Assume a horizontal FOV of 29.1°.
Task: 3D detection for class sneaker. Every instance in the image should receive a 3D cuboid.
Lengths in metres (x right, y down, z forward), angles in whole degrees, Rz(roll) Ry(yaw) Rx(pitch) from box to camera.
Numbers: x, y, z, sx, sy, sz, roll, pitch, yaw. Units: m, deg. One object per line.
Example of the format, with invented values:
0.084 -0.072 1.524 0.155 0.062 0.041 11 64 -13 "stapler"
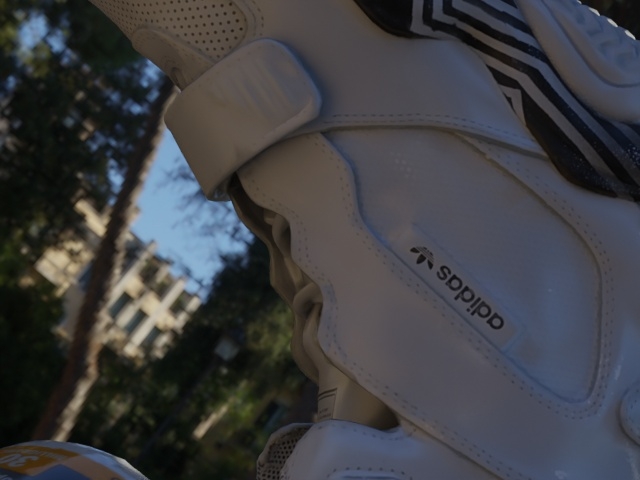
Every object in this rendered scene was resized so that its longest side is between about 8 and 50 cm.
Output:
0.000 0.000 0.428 0.366 0.210 0.137 32 -10 0 "sneaker"

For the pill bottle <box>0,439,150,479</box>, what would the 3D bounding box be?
-0.161 0.177 0.416 0.162 0.162 0.278 31 18 19 "pill bottle"
